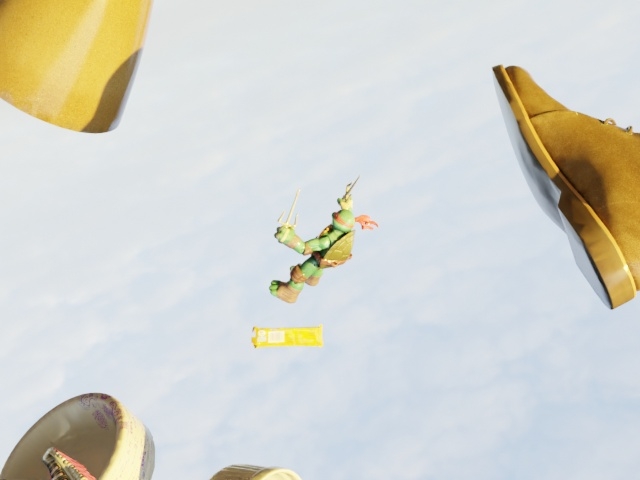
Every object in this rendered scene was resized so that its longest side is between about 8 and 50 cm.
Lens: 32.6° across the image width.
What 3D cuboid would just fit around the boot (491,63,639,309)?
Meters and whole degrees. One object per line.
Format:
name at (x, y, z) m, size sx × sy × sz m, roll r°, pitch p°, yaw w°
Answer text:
boot at (0.250, -0.073, 1.015) m, size 0.115 × 0.112 × 0.305 m, roll -27°, pitch -133°, yaw 4°

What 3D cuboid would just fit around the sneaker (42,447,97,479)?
sneaker at (-0.392, 0.377, 1.679) m, size 0.170 × 0.063 × 0.075 m, roll 24°, pitch -105°, yaw 49°

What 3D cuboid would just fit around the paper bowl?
paper bowl at (-0.408, 0.416, 1.892) m, size 0.284 × 0.148 × 0.284 m, roll -24°, pitch -141°, yaw 21°

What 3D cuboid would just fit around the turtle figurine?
turtle figurine at (0.000, 0.000, 1.869) m, size 0.175 × 0.234 × 0.118 m, roll -13°, pitch -126°, yaw -42°

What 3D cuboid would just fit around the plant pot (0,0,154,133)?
plant pot at (-0.328, -0.318, 1.500) m, size 0.254 × 0.237 × 0.237 m, roll -58°, pitch -167°, yaw 21°

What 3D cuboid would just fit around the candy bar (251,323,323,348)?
candy bar at (-0.054, 0.166, 1.888) m, size 0.161 × 0.040 × 0.018 m, roll 3°, pitch 177°, yaw -41°

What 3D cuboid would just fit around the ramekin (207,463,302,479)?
ramekin at (-0.119, 0.455, 1.751) m, size 0.109 × 0.207 × 0.207 m, roll 7°, pitch -146°, yaw 34°
